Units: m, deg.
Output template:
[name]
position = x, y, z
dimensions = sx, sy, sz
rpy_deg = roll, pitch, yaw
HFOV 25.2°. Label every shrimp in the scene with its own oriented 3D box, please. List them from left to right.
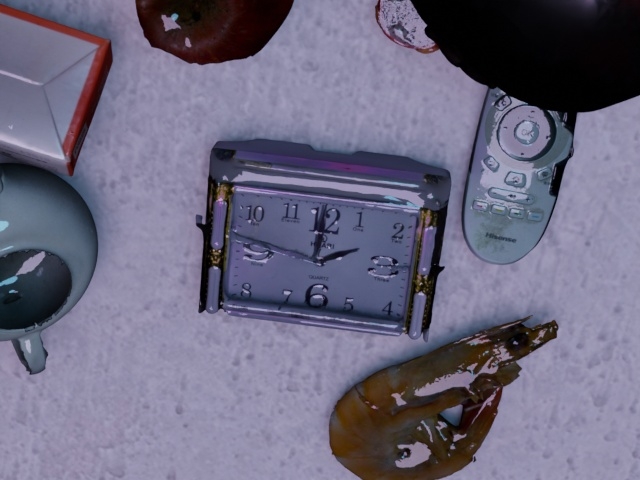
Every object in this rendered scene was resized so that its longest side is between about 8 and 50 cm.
[shrimp]
position = 0.141, 0.177, 1.517
dimensions = 0.287, 0.063, 0.152
rpy_deg = -29, 110, 19

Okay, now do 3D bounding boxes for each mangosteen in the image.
[mangosteen]
position = 0.221, -0.255, 1.193
dimensions = 0.313, 0.297, 0.297
rpy_deg = -22, 110, 28

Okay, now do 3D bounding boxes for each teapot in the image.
[teapot]
position = -0.314, 0.019, 1.426
dimensions = 0.193, 0.129, 0.294
rpy_deg = -19, 133, -17

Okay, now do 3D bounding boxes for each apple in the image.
[apple]
position = -0.091, -0.250, 1.304
dimensions = 0.156, 0.158, 0.147
rpy_deg = 42, 125, -13

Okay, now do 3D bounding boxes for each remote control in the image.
[remote control]
position = 0.199, -0.097, 1.405
dimensions = 0.097, 0.045, 0.256
rpy_deg = 13, 111, -2

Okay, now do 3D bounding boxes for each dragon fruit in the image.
[dragon fruit]
position = 0.082, -0.219, 1.356
dimensions = 0.060, 0.056, 0.083
rpy_deg = -13, 107, 8

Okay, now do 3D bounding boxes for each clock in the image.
[clock]
position = 0.000, 0.000, 1.443
dimensions = 0.253, 0.083, 0.186
rpy_deg = 8, 113, 2

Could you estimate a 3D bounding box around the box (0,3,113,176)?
[box]
position = -0.304, -0.151, 1.372
dimensions = 0.182, 0.099, 0.133
rpy_deg = 16, 80, -5
